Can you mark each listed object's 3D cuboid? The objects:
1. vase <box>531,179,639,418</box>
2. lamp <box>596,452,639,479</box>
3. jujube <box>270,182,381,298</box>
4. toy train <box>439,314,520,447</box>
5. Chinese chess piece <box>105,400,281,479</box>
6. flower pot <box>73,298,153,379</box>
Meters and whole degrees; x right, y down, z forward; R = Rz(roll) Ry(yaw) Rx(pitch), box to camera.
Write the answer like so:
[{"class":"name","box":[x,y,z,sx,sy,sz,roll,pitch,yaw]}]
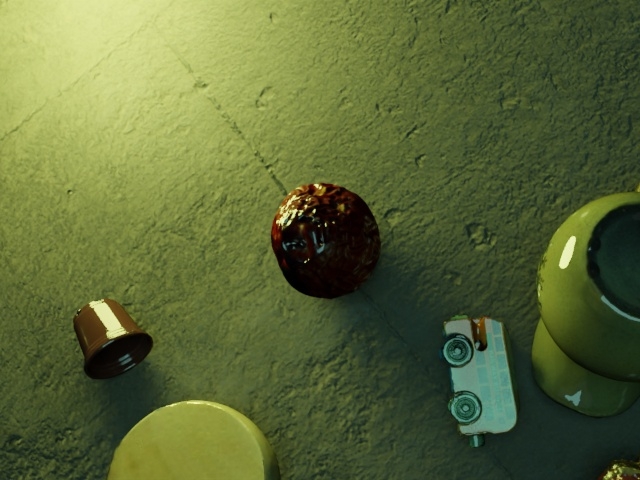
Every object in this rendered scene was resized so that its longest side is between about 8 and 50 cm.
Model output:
[{"class":"vase","box":[0.415,0.048,1.378,0.241,0.302,0.329,19,67,11]},{"class":"lamp","box":[0.400,0.419,1.363,0.177,0.177,0.274,33,86,12]},{"class":"jujube","box":[0.000,0.000,1.445,0.168,0.236,0.168,0,89,12]},{"class":"toy train","box":[0.225,0.196,1.467,0.099,0.072,0.188,-8,80,1]},{"class":"Chinese chess piece","box":[-0.178,0.352,1.459,0.251,0.097,0.250,-5,64,10]},{"class":"flower pot","box":[-0.319,0.140,1.547,0.111,0.111,0.089,-36,63,2]}]
